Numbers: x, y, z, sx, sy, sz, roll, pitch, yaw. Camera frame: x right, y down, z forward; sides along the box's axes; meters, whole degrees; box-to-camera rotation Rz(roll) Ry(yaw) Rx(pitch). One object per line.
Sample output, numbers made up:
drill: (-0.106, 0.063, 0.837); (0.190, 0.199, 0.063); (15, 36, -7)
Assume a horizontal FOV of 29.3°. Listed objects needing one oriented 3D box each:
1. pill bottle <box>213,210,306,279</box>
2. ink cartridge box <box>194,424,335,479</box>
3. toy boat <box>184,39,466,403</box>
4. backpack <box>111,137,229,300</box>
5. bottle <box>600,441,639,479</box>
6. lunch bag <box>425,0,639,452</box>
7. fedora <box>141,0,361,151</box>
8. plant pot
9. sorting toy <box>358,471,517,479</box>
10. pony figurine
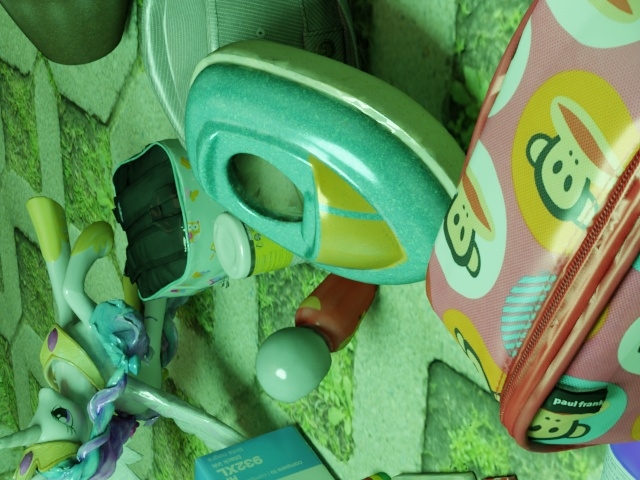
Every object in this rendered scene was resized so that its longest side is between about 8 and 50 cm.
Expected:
pill bottle: (-0.036, -0.007, 1.148); (0.065, 0.116, 0.065); (36, 133, 51)
ink cartridge box: (-0.015, 0.385, 1.281); (0.307, 0.129, 0.223); (47, 141, 43)
toy boat: (0.000, 0.000, 1.000); (0.267, 0.148, 0.318); (25, 143, 20)
backpack: (-0.132, -0.028, 1.288); (0.188, 0.144, 0.166); (148, 114, -68)
bottle: (0.229, 0.143, 0.739); (0.118, 0.092, 0.283); (40, 136, 47)
lunch bag: (0.203, -0.043, 0.487); (0.258, 0.293, 0.120); (107, 145, -46)
fedora: (-0.078, -0.165, 1.102); (0.244, 0.124, 0.275); (35, 137, 42)
plant pot: (-0.309, -0.328, 1.452); (0.215, 0.215, 0.230); (53, 159, 38)
sorting toy: (0.107, 0.276, 1.089); (0.274, 0.046, 0.132); (-22, 83, 62)
pony figurine: (-0.232, 0.166, 1.421); (0.303, 0.351, 0.363); (-17, 52, 24)
